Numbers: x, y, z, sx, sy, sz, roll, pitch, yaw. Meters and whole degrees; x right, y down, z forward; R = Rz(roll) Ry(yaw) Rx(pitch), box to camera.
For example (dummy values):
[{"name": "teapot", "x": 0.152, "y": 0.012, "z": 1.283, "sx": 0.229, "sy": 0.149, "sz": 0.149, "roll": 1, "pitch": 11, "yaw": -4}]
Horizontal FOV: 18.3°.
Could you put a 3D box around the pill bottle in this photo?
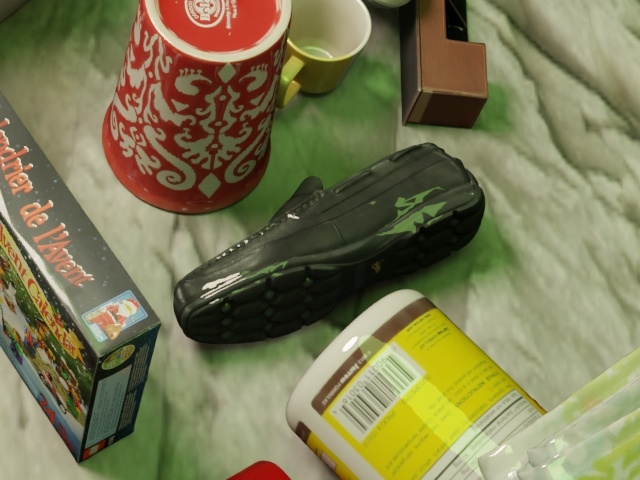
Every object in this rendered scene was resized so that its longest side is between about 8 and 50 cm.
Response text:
[{"name": "pill bottle", "x": 0.089, "y": 0.139, "z": 1.192, "sx": 0.215, "sy": 0.117, "sz": 0.117, "roll": 44, "pitch": 63, "yaw": 12}]

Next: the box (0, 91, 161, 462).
[{"name": "box", "x": -0.183, "y": 0.002, "z": 1.186, "sx": 0.044, "sy": 0.159, "sz": 0.233, "roll": -29, "pitch": 71, "yaw": -23}]

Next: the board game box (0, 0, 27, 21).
[{"name": "board game box", "x": -0.285, "y": -0.299, "z": 1.363, "sx": 0.303, "sy": 0.097, "sz": 0.224, "roll": 40, "pitch": 61, "yaw": 11}]

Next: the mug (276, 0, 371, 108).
[{"name": "mug", "x": -0.008, "y": -0.130, "z": 1.345, "sx": 0.078, "sy": 0.064, "sz": 0.062, "roll": -20, "pitch": 69, "yaw": -19}]

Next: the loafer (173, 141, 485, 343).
[{"name": "loafer", "x": 0.000, "y": 0.000, "z": 1.278, "sx": 0.223, "sy": 0.076, "sz": 0.078, "roll": -24, "pitch": 56, "yaw": -21}]

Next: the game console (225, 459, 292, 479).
[{"name": "game console", "x": -0.038, "y": 0.221, "z": 1.182, "sx": 0.124, "sy": 0.085, "sz": 0.144, "roll": -44, "pitch": 75, "yaw": 5}]

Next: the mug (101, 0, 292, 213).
[{"name": "mug", "x": -0.087, "y": -0.119, "z": 1.264, "sx": 0.113, "sy": 0.169, "sz": 0.150, "roll": -30, "pitch": 72, "yaw": -23}]

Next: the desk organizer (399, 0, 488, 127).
[{"name": "desk organizer", "x": 0.085, "y": -0.145, "z": 1.383, "sx": 0.050, "sy": 0.047, "sz": 0.130, "roll": 5, "pitch": 62, "yaw": -11}]

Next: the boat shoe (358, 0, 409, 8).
[{"name": "boat shoe", "x": -0.010, "y": -0.234, "z": 1.397, "sx": 0.079, "sy": 0.081, "sz": 0.227, "roll": -5, "pitch": 53, "yaw": -47}]

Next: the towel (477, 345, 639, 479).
[{"name": "towel", "x": 0.291, "y": 0.209, "z": 1.145, "sx": 0.320, "sy": 0.090, "sz": 0.374, "roll": -29, "pitch": 89, "yaw": -30}]
